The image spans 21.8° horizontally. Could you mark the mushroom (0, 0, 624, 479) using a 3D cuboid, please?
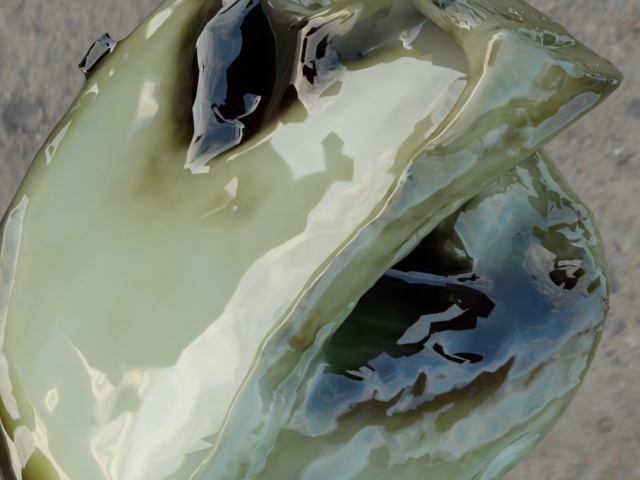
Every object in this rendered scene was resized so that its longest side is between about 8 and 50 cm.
[{"bbox_3d":[-0.007,0.001,0.736,0.212,0.217,0.292,18,108,-39],"label":"mushroom"}]
